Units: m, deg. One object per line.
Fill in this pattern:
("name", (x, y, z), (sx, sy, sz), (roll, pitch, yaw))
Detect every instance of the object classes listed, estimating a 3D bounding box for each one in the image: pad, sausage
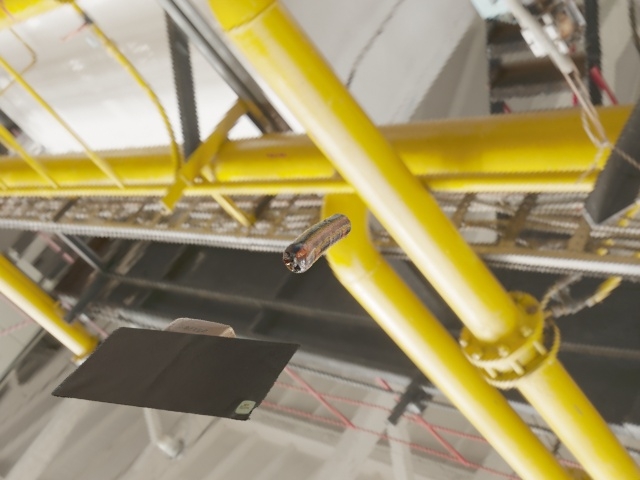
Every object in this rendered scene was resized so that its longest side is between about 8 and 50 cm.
("pad", (-0.125, 0.112, 0.822), (0.193, 0.004, 0.116), (3, -153, 22))
("sausage", (0.000, 0.000, 0.797), (0.025, 0.028, 0.198), (7, -168, 13))

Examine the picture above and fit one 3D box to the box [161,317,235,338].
("box", (-0.168, 0.128, 1.277), (0.115, 0.025, 0.048), (5, -142, 44))
